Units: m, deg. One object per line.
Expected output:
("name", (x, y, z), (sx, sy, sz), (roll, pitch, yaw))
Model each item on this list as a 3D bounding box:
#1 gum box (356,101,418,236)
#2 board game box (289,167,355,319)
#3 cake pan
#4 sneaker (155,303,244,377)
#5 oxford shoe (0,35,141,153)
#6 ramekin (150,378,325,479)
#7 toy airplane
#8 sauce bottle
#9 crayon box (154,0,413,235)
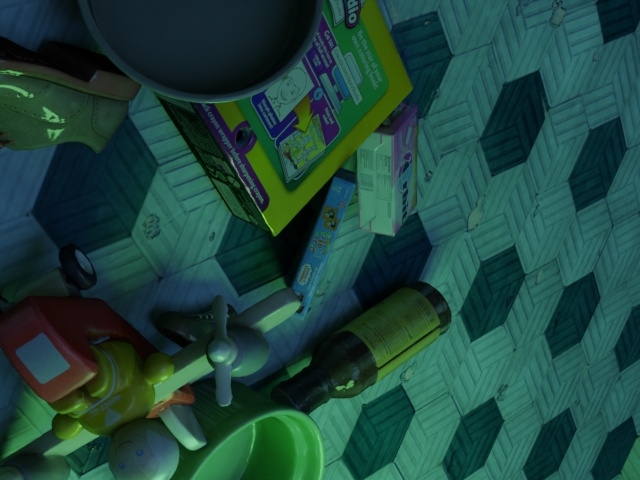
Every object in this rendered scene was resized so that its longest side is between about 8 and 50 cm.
("gum box", (0.104, -0.116, 1.893), (0.107, 0.062, 0.188), (-51, 146, -50))
("board game box", (0.000, 0.000, 1.821), (0.160, 0.039, 0.211), (-81, -169, -81))
("cake pan", (-0.142, -0.298, 1.431), (0.293, 0.054, 0.293), (2, 82, -16))
("sneaker", (-0.160, 0.126, 1.782), (0.192, 0.064, 0.086), (41, 66, -46))
("oxford shoe", (-0.349, -0.157, 1.360), (0.348, 0.123, 0.130), (5, 113, -48))
("ramekin", (-0.151, 0.358, 1.851), (0.303, 0.148, 0.303), (-25, 128, -36))
("toy airplane", (-0.242, 0.206, 1.557), (0.384, 0.272, 0.386), (-4, 138, -29))
("sauce bottle", (0.066, 0.185, 2.017), (0.344, 0.111, 0.111), (-30, 131, -33))
("crayon box", (-0.057, -0.238, 1.640), (0.313, 0.106, 0.363), (-48, 139, -18))
